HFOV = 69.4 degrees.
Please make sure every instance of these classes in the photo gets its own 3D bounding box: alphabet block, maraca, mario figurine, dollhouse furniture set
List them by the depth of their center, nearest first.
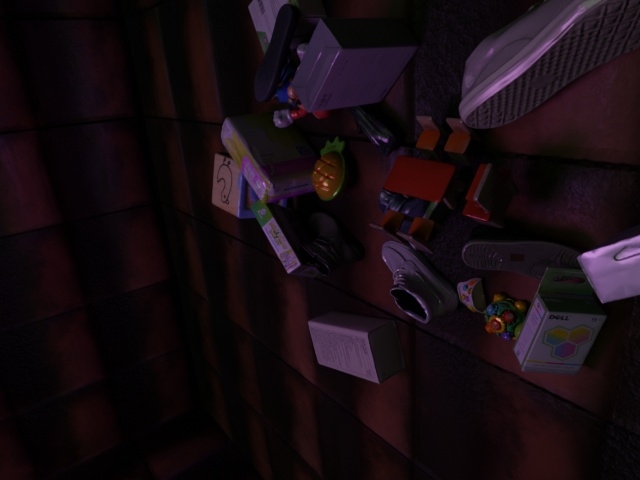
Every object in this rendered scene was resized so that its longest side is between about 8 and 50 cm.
[{"bbox_3d":[0.235,-0.113,0.906,0.259,0.135,0.261,22,87,46],"label":"dollhouse furniture set"},{"bbox_3d":[-0.076,-0.423,1.274,0.320,0.170,0.198,35,162,50],"label":"mario figurine"},{"bbox_3d":[0.030,-0.203,1.310,0.127,0.099,0.185,-8,74,48],"label":"maraca"},{"bbox_3d":[-0.238,-0.192,1.579,0.197,0.194,0.192,25,112,47],"label":"alphabet block"}]

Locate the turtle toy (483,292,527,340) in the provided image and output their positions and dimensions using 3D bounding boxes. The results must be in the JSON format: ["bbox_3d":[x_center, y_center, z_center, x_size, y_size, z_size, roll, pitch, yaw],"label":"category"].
[{"bbox_3d":[0.403,0.175,0.983,0.130,0.066,0.095,21,122,49],"label":"turtle toy"}]

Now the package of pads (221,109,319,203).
[{"bbox_3d":[-0.145,-0.260,1.407,0.296,0.229,0.101,56,143,22],"label":"package of pads"}]

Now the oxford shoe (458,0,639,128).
[{"bbox_3d":[0.383,-0.329,0.703,0.449,0.169,0.129,-30,59,56],"label":"oxford shoe"}]

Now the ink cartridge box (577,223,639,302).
[{"bbox_3d":[0.493,0.011,0.664,0.140,0.191,0.082,-35,76,56],"label":"ink cartridge box"}]

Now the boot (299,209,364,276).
[{"bbox_3d":[0.000,0.000,1.385,0.246,0.161,0.083,43,136,36],"label":"boot"}]

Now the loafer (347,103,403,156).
[{"bbox_3d":[0.113,-0.302,1.156,0.223,0.076,0.078,52,134,20],"label":"loafer"}]

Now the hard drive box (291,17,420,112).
[{"bbox_3d":[0.076,-0.389,1.026,0.089,0.232,0.181,60,144,17],"label":"hard drive box"}]

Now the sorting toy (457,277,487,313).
[{"bbox_3d":[0.346,0.129,1.076,0.075,0.045,0.083,-170,65,-74],"label":"sorting toy"}]

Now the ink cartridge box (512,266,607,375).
[{"bbox_3d":[0.449,0.154,0.860,0.062,0.109,0.209,-88,3,-59],"label":"ink cartridge box"}]

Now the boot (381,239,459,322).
[{"bbox_3d":[0.216,0.096,1.159,0.258,0.123,0.095,43,137,36],"label":"boot"}]

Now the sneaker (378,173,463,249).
[{"bbox_3d":[0.223,-0.105,1.087,0.163,0.086,0.226,52,141,24],"label":"sneaker"}]

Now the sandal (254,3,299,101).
[{"bbox_3d":[-0.105,-0.478,1.211,0.097,0.055,0.254,49,123,41],"label":"sandal"}]

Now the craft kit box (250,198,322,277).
[{"bbox_3d":[-0.089,-0.002,1.461,0.061,0.247,0.249,-35,71,11],"label":"craft kit box"}]

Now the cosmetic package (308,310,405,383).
[{"bbox_3d":[0.103,0.321,1.440,0.310,0.113,0.160,-2,104,55],"label":"cosmetic package"}]

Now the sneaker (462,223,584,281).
[{"bbox_3d":[0.400,0.008,0.908,0.222,0.118,0.083,9,122,21],"label":"sneaker"}]

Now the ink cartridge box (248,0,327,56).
[{"bbox_3d":[-0.095,-0.632,1.275,0.219,0.093,0.160,-14,95,55],"label":"ink cartridge box"}]
